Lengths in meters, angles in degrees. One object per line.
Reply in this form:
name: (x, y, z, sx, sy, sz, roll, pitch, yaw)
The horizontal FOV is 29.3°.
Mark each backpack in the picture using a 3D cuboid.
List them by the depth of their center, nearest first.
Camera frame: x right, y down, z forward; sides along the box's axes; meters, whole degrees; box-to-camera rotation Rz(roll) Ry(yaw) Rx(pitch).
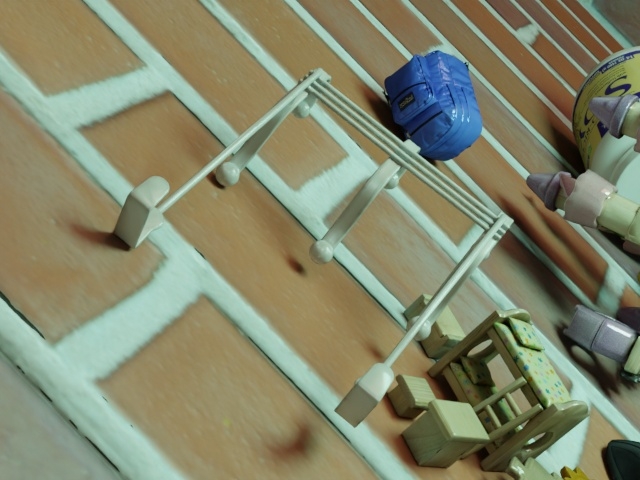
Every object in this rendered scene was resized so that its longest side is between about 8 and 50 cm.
backpack: (0.135, -0.160, 1.507, 0.101, 0.098, 0.120, 8, 55, -40)

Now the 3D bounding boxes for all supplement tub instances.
supplement tub: (0.533, -0.142, 1.921, 0.241, 0.241, 0.331, 37, 25, -17)

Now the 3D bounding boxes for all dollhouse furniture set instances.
dollhouse furniture set: (0.123, 0.097, 1.071, 0.161, 0.101, 0.182, 15, 38, -48)

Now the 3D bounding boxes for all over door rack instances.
over door rack: (0.000, 0.000, 1.017, 0.239, 0.108, 0.324, 38, 37, 6)

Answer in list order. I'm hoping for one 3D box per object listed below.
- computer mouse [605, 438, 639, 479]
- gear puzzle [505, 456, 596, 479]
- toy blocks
computer mouse: (0.387, 0.305, 1.211, 0.184, 0.060, 0.262, 30, 29, -28)
gear puzzle: (0.202, 0.268, 1.011, 0.175, 0.044, 0.339, 45, 21, 3)
toy blocks: (0.358, -0.018, 1.521, 0.260, 0.309, 0.288, 26, 4, 23)
